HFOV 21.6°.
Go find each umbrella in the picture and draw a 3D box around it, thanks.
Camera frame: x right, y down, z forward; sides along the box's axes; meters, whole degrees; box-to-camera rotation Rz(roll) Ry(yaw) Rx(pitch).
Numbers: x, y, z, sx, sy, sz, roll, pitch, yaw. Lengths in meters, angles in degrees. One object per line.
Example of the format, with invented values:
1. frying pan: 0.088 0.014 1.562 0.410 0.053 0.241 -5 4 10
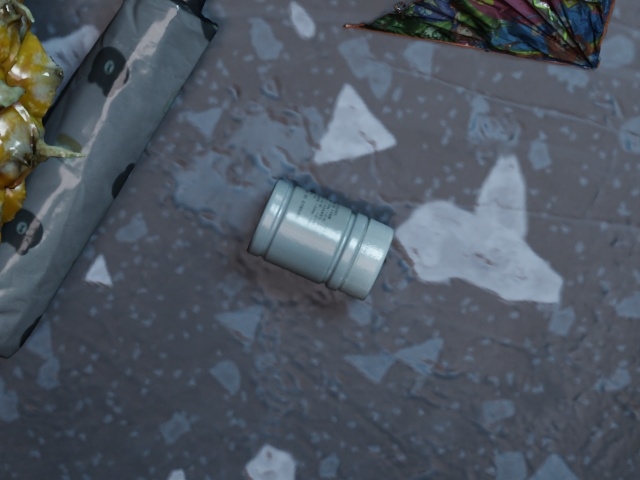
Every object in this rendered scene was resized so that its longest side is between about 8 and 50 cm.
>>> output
1. umbrella: -0.162 -0.070 1.177 0.073 0.067 0.337 41 102 38

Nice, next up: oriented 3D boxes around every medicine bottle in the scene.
1. medicine bottle: 0.000 0.000 1.190 0.091 0.058 0.058 24 100 -2

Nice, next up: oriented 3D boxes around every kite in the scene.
1. kite: 0.127 -0.166 1.141 0.232 0.009 0.189 -24 133 36

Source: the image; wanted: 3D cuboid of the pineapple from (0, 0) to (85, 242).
1. pineapple: -0.311 -0.072 1.046 0.209 0.286 0.344 16 102 30
